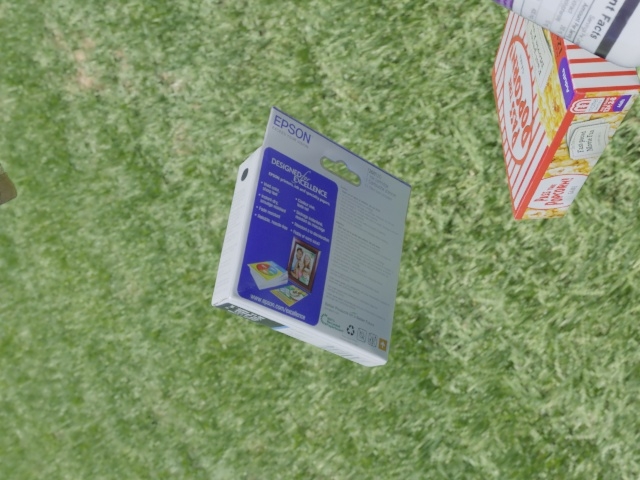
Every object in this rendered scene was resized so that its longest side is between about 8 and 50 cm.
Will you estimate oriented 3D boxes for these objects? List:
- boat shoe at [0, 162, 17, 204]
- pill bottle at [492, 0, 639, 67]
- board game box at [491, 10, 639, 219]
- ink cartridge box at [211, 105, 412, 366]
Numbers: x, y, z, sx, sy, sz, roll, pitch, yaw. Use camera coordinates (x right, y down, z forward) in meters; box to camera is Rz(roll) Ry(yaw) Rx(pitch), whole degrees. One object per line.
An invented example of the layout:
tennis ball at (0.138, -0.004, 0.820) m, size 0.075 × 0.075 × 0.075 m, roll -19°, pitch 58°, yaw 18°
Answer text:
boat shoe at (-0.436, 0.007, 0.777) m, size 0.122 × 0.341 × 0.110 m, roll -8°, pitch 120°, yaw 44°
pill bottle at (0.145, -0.156, 0.414) m, size 0.193 × 0.108 × 0.108 m, roll 31°, pitch 134°, yaw 10°
board game box at (0.175, -0.121, 0.613) m, size 0.193 × 0.045 × 0.146 m, roll 86°, pitch -179°, yaw -67°
ink cartridge box at (0.000, 0.000, 0.830) m, size 0.045 × 0.206 × 0.208 m, roll -16°, pitch 56°, yaw 48°
